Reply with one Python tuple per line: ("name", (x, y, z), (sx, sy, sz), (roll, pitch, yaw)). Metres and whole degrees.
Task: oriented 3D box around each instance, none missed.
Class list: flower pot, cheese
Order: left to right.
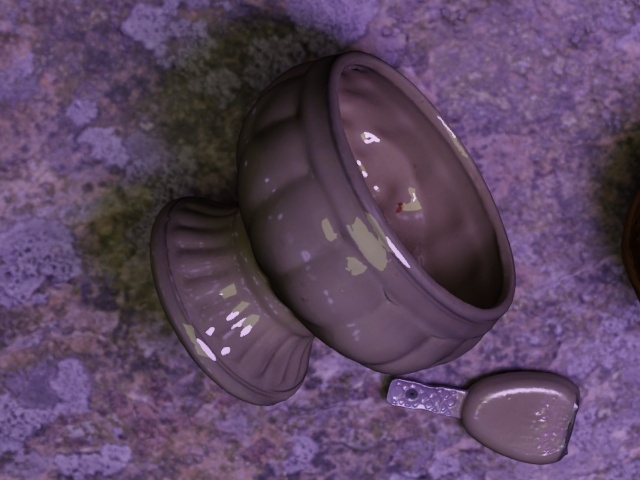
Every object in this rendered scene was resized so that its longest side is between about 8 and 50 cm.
("flower pot", (0.000, 0.000, 1.711), (0.244, 0.307, 0.307), (-30, 109, 24))
("cheese", (0.160, 0.166, 1.897), (0.192, 0.037, 0.097), (12, 106, -9))

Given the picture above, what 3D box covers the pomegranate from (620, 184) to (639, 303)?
("pomegranate", (0.417, 0.001, 1.752), (0.281, 0.281, 0.281), (-1, 108, -4))
